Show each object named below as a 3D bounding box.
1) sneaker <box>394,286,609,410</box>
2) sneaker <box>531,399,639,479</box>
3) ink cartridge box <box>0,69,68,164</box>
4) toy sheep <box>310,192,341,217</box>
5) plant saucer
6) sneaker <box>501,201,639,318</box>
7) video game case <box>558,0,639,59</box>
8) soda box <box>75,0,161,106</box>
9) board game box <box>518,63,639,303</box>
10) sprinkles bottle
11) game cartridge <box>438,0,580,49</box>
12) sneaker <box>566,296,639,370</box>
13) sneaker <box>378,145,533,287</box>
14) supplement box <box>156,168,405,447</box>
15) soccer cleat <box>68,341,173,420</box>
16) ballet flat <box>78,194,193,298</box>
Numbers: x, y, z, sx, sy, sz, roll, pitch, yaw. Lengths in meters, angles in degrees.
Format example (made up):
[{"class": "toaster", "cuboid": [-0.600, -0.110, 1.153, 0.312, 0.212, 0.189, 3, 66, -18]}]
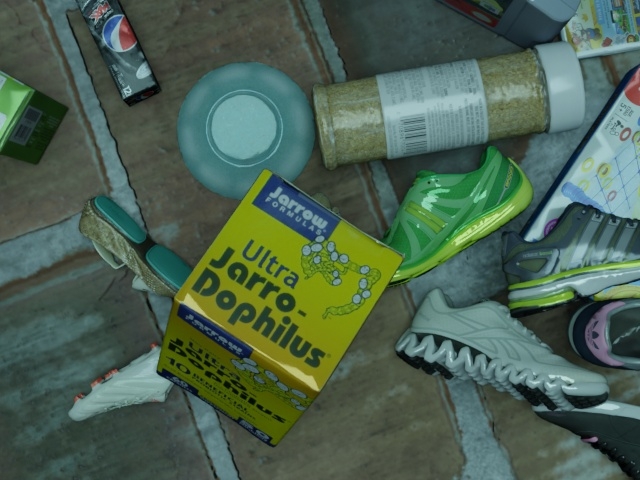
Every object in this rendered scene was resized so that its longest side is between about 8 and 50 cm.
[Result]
[{"class": "sneaker", "cuboid": [0.243, 0.141, 1.592, 0.292, 0.110, 0.118, 16, 73, 28]}, {"class": "sneaker", "cuboid": [0.417, 0.297, 1.619, 0.295, 0.104, 0.147, 14, 83, -3]}, {"class": "ink cartridge box", "cuboid": [-0.487, -0.207, 1.605, 0.255, 0.189, 0.097, 30, 90, 2]}, {"class": "toy sheep", "cuboid": [0.000, 0.000, 1.643, 0.091, 0.091, 0.132, -1, 79, 1]}, {"class": "plant saucer", "cuboid": [-0.104, -0.153, 1.675, 0.194, 0.037, 0.195, 0, 89, 2]}, {"class": "sneaker", "cuboid": [0.368, 0.000, 1.545, 0.299, 0.111, 0.121, -18, 84, -2]}, {"class": "video game case", "cuboid": [0.419, -0.376, 1.680, 0.206, 0.026, 0.227, -10, 89, 0]}, {"class": "soda box", "cuboid": [-0.280, -0.273, 1.668, 0.053, 0.060, 0.169, -26, 88, -1]}, {"class": "board game box", "cuboid": [0.467, -0.028, 1.639, 0.302, 0.086, 0.308, 33, 89, 2]}, {"class": "sprinkles bottle", "cuboid": [0.169, -0.181, 1.629, 0.355, 0.121, 0.121, -9, 88, 0]}, {"class": "game cartridge", "cuboid": [0.193, -0.353, 1.597, 0.294, 0.196, 0.060, 29, 82, 2]}, {"class": "sneaker", "cuboid": [0.481, 0.118, 1.525, 0.318, 0.131, 0.112, -6, 88, 1]}, {"class": "sneaker", "cuboid": [0.143, -0.027, 1.640, 0.295, 0.109, 0.124, -31, 86, -9]}, {"class": "supplement box", "cuboid": [-0.062, 0.097, 1.488, 0.194, 0.356, 0.195, 32, 68, 2]}, {"class": "soccer cleat", "cuboid": [-0.251, 0.200, 1.654, 0.196, 0.068, 0.076, -32, 91, -3]}, {"class": "ballet flat", "cuboid": [-0.250, 0.025, 1.666, 0.206, 0.073, 0.067, 44, 117, 4]}]
